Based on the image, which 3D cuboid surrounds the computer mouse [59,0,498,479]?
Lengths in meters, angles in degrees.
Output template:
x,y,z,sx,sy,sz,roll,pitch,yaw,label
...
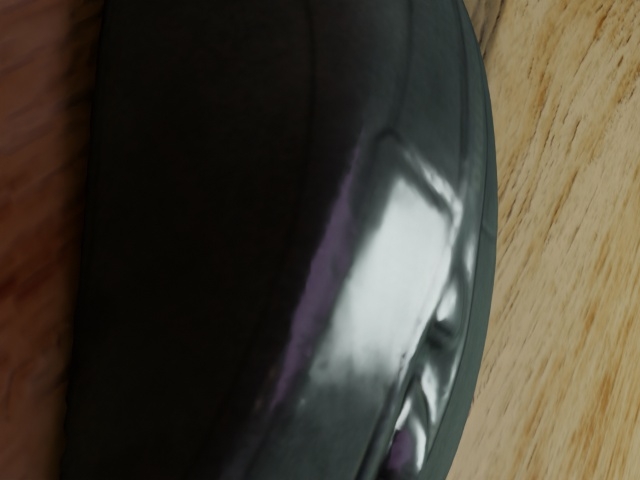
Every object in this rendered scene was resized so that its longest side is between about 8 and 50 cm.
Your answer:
x,y,z,sx,sy,sz,roll,pitch,yaw,label
0.000,0.000,0.446,0.188,0.122,0.370,31,59,-57,computer mouse
